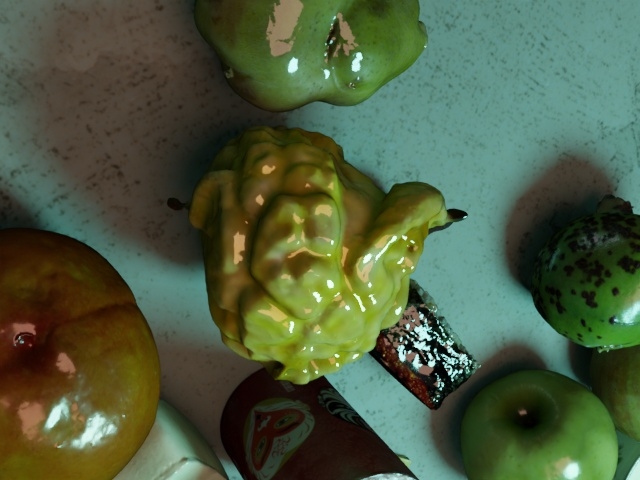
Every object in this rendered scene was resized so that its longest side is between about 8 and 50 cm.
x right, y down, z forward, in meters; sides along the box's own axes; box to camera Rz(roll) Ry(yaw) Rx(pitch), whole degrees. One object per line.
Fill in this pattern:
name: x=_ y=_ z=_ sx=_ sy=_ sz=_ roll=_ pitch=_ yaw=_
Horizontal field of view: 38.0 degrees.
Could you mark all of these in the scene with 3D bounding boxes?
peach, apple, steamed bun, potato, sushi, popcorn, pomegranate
peach: x=-0.350 y=0.155 z=1.108 sx=0.343 sy=0.301 sz=0.343 roll=12 pitch=62 yaw=-23
apple: x=0.381 y=0.361 z=1.605 sx=0.279 sy=0.279 sz=0.279 roll=-9 pitch=112 yaw=-22
steamed bun: x=-0.238 y=0.316 z=1.320 sx=0.146 sy=0.164 sz=0.241 roll=-41 pitch=152 yaw=-7
potato: x=0.000 y=-0.279 z=1.212 sx=0.351 sy=0.202 sz=0.218 roll=-8 pitch=101 yaw=-36
apple: x=0.610 y=0.233 z=1.649 sx=0.257 sy=0.257 sz=0.234 roll=-21 pitch=103 yaw=-17
sushi: x=0.143 y=0.155 z=1.469 sx=0.126 sy=0.136 sz=0.225 roll=-46 pitch=114 yaw=-6
popcorn: x=0.000 y=0.000 z=1.213 sx=0.382 sy=0.349 sz=0.349 roll=-7 pitch=112 yaw=-10
pomegranate: x=0.480 y=0.053 z=1.534 sx=0.254 sy=0.254 sz=0.270 roll=28 pitch=67 yaw=-30

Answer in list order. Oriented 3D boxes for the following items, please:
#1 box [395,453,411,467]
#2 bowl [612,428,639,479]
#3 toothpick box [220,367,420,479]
box: x=0.094 y=0.434 z=1.614 sx=0.073 sy=0.020 sz=0.149 roll=24 pitch=97 yaw=-31
bowl: x=0.642 y=0.437 z=1.798 sx=0.277 sy=0.145 sz=0.277 roll=-8 pitch=113 yaw=-20
toothpick box: x=0.000 y=0.338 z=1.353 sx=0.204 sy=0.333 sz=0.204 roll=-8 pitch=112 yaw=-21
